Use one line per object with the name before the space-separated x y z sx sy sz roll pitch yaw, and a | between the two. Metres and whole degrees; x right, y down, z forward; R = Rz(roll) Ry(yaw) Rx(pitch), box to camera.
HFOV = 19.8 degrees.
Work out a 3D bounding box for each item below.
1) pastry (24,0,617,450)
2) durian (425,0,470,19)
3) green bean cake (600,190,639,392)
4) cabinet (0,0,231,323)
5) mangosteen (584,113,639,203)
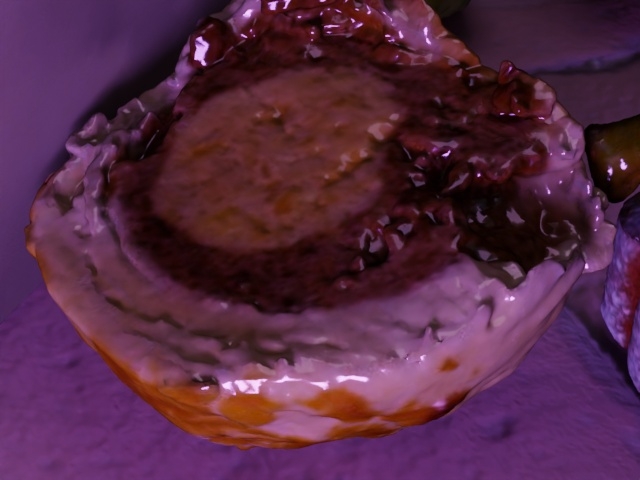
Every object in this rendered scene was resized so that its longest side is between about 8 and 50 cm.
pastry | 0.000 0.008 0.906 0.237 0.170 0.256 -43 57 -14
durian | 0.025 -0.224 1.219 0.139 0.101 0.250 22 22 -44
green bean cake | 0.261 0.061 0.918 0.198 0.097 0.233 -12 44 -17
cabinet | -0.238 -0.161 0.985 0.318 0.227 0.290 25 48 18
mangosteen | 0.233 -0.046 0.825 0.250 0.211 0.211 4 37 29
